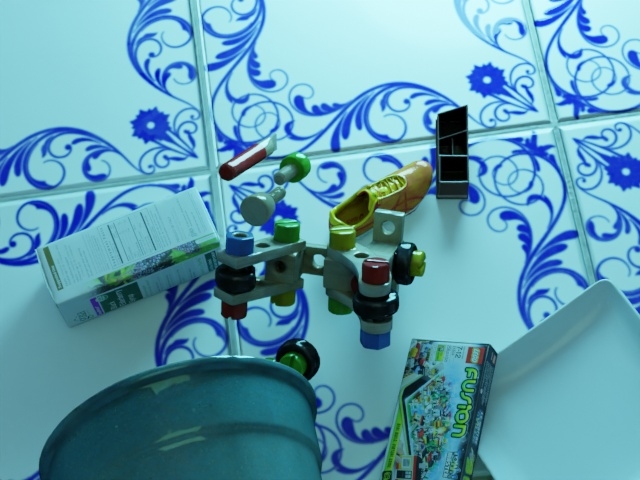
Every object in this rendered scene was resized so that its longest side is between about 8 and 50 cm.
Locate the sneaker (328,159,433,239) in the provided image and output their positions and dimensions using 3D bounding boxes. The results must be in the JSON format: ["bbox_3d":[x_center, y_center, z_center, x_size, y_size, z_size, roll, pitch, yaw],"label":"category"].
[{"bbox_3d":[0.089,-0.058,1.918,0.175,0.067,0.064,-36,68,-15],"label":"sneaker"}]

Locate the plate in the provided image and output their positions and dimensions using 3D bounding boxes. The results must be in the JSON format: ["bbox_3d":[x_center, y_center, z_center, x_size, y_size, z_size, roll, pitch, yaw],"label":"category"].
[{"bbox_3d":[0.332,0.225,1.744,0.277,0.045,0.278,-36,54,4],"label":"plate"}]

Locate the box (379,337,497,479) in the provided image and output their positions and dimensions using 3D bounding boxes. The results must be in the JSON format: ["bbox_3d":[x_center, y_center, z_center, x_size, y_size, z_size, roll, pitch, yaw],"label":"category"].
[{"bbox_3d":[0.153,0.230,1.779,0.114,0.036,0.207,1,63,28],"label":"box"}]

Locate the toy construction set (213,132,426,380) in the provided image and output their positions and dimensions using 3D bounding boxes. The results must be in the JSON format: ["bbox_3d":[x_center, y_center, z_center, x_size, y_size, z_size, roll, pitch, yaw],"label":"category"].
[{"bbox_3d":[0.000,0.000,1.806,0.257,0.237,0.308,-16,104,30],"label":"toy construction set"}]

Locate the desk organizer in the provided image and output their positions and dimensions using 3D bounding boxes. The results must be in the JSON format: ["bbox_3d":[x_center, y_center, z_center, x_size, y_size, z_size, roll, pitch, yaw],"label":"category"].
[{"bbox_3d":[0.188,-0.127,1.954,0.047,0.050,0.130,1,66,2],"label":"desk organizer"}]

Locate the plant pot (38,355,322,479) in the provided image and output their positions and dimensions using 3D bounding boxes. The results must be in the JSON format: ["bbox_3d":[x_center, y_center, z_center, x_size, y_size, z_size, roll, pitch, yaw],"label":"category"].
[{"bbox_3d":[-0.118,0.361,1.546,0.341,0.341,0.334,-18,53,-6],"label":"plant pot"}]

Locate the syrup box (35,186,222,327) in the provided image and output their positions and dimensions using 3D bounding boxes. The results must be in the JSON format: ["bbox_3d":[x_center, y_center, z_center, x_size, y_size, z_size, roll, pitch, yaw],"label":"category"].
[{"bbox_3d":[-0.258,0.024,1.878,0.237,0.093,0.096,-23,67,-8],"label":"syrup box"}]
